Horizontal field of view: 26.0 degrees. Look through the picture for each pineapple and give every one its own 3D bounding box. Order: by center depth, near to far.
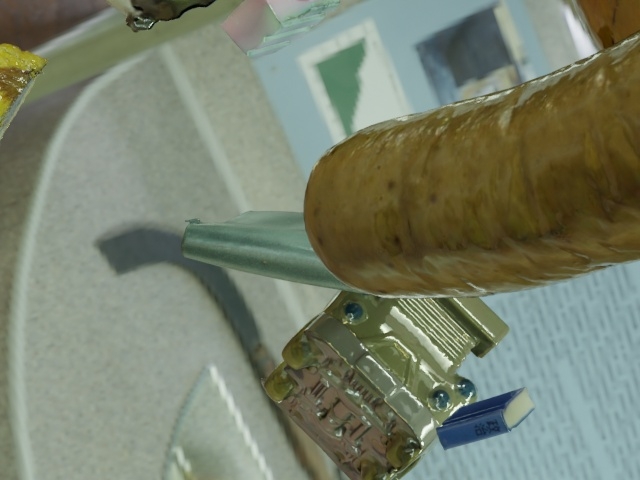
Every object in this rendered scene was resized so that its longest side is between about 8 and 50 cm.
[{"bbox_3d":[-0.494,-0.184,1.934,0.140,0.164,0.249,27,38,-8],"label":"pineapple"}]

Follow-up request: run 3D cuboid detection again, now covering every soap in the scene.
[{"bbox_3d":[-0.050,-0.265,1.639,0.056,0.100,0.149,52,26,3],"label":"soap"}]

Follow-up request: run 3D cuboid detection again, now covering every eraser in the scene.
[{"bbox_3d":[0.166,0.180,1.393,0.063,0.085,0.027,-31,96,-51],"label":"eraser"}]

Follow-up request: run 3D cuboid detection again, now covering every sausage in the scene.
[{"bbox_3d":[0.179,-0.057,0.793,0.123,0.501,0.136,4,73,-43],"label":"sausage"}]

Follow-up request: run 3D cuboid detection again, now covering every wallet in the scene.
[{"bbox_3d":[0.000,-0.001,1.598,0.290,0.251,0.054,-37,134,-73],"label":"wallet"}]

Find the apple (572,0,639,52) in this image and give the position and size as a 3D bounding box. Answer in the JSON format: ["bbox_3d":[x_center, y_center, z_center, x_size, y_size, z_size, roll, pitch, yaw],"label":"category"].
[{"bbox_3d":[0.312,-0.216,1.022,0.233,0.286,0.286,36,45,-50],"label":"apple"}]

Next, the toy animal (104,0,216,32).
[{"bbox_3d":[-0.172,-0.326,1.243,0.187,0.165,0.235,51,-6,42],"label":"toy animal"}]

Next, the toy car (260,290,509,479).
[{"bbox_3d":[0.084,0.179,1.870,0.242,0.336,0.226,44,68,8],"label":"toy car"}]
